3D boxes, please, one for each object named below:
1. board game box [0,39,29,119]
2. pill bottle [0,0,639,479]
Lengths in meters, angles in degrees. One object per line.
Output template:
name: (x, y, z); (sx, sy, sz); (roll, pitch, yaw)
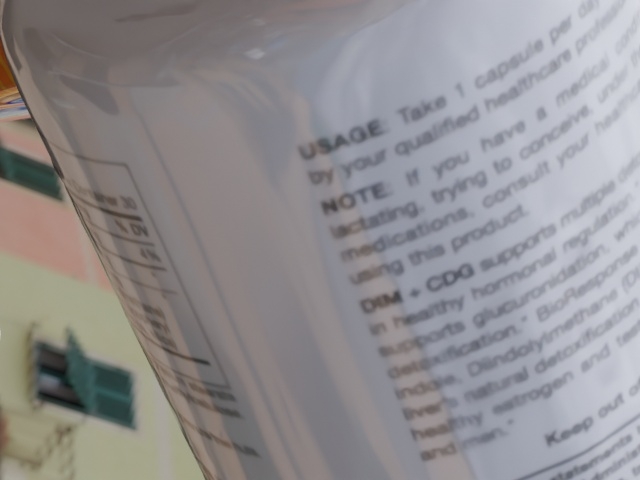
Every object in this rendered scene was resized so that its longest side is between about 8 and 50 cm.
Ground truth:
board game box: (-0.137, -0.272, 1.133); (0.356, 0.356, 0.356); (-8, -86, 46)
pill bottle: (0.014, -0.030, 0.474); (0.160, 0.283, 0.160); (-16, -150, 10)
